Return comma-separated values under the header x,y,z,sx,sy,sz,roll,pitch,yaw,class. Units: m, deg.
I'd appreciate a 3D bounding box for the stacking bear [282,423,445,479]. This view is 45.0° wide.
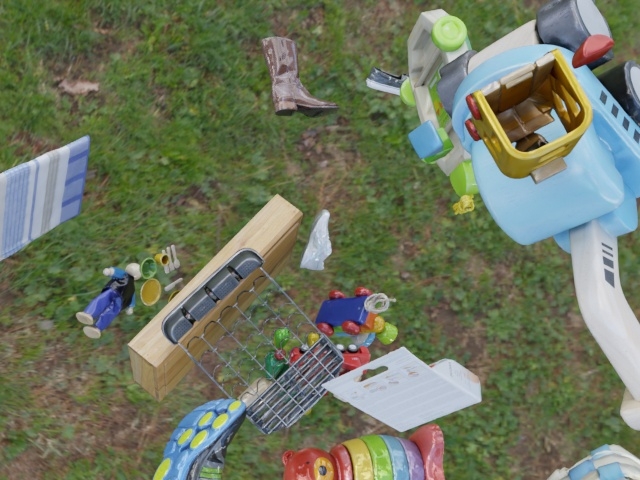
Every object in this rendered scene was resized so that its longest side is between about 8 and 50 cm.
x,y,z,sx,sy,sz,roll,pitch,yaw,class
0.072,0.441,1.445,0.289,0.164,0.175,4,66,-17,stacking bear

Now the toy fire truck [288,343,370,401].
x,y,z,sx,sy,sz,roll,pitch,yaw,class
0.048,0.235,1.311,0.192,0.135,0.047,2,121,-15,toy fire truck

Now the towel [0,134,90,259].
x,y,z,sx,sy,sz,roll,pitch,yaw,class
-0.541,-0.067,1.415,0.034,0.209,0.285,35,40,13,towel

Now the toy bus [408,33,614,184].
x,y,z,sx,sy,sz,roll,pitch,yaw,class
0.216,-0.114,0.803,0.202,0.191,0.104,-19,78,-36,toy bus

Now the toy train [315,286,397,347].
x,y,z,sx,sy,sz,roll,pitch,yaw,class
0.116,0.178,1.684,0.143,0.248,0.105,38,60,-30,toy train

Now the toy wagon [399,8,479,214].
x,y,z,sx,sy,sz,roll,pitch,yaw,class
0.223,-0.215,1.341,0.068,0.267,0.344,-14,81,-8,toy wagon

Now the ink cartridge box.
x,y,z,sx,sy,sz,roll,pitch,yaw,class
0.111,0.195,1.062,0.179,0.145,0.045,38,37,-32,ink cartridge box

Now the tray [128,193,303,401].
x,y,z,sx,sy,sz,roll,pitch,yaw,class
-0.194,0.111,1.493,0.076,0.203,0.411,36,62,10,tray

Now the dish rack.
x,y,z,sx,sy,sz,roll,pitch,yaw,class
-0.104,0.172,1.280,0.208,0.074,0.271,-43,99,-6,dish rack

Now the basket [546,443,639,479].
x,y,z,sx,sy,sz,roll,pitch,yaw,class
0.123,0.268,0.399,0.255,0.201,0.289,41,100,14,basket

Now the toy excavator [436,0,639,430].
x,y,z,sx,sy,sz,roll,pitch,yaw,class
0.340,-0.028,1.015,0.433,0.222,0.445,37,48,-29,toy excavator

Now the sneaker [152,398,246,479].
x,y,z,sx,sy,sz,roll,pitch,yaw,class
-0.143,0.268,0.899,0.078,0.067,0.188,51,57,-38,sneaker

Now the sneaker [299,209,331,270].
x,y,z,sx,sy,sz,roll,pitch,yaw,class
0.000,0.000,1.766,0.061,0.053,0.152,16,113,-6,sneaker

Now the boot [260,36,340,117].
x,y,z,sx,sy,sz,roll,pitch,yaw,class
-0.027,-0.229,1.066,0.106,0.037,0.114,-3,75,-35,boot

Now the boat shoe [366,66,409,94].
x,y,z,sx,sy,sz,roll,pitch,yaw,class
0.164,-0.316,1.557,0.142,0.049,0.040,10,117,-7,boat shoe

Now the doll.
x,y,z,sx,sy,sz,roll,pitch,yaw,class
-0.427,0.111,1.603,0.189,0.046,0.129,-56,141,-45,doll

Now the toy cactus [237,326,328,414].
x,y,z,sx,sy,sz,roll,pitch,yaw,class
-0.064,0.262,1.433,0.180,0.112,0.219,-33,142,-16,toy cactus

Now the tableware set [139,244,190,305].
x,y,z,sx,sy,sz,roll,pitch,yaw,class
-0.272,0.092,1.367,0.104,0.024,0.154,-33,123,-48,tableware set
